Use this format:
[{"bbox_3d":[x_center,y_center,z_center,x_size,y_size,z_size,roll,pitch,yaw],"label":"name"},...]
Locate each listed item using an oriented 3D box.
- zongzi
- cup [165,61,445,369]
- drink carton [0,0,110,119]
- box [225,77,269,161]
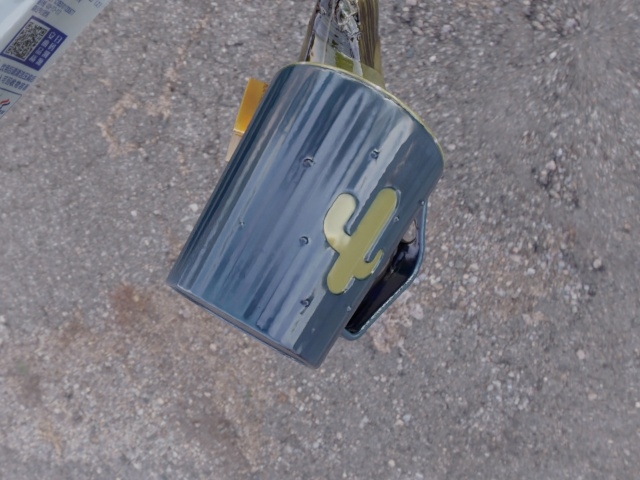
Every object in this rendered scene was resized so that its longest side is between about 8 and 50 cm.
[{"bbox_3d":[0.098,-0.319,1.132,0.317,0.154,0.289,41,146,9],"label":"zongzi"},{"bbox_3d":[0.000,0.000,0.385,0.131,0.155,0.176,13,157,50],"label":"cup"},{"bbox_3d":[-0.271,-0.255,0.526,0.130,0.106,0.315,44,94,-4],"label":"drink carton"},{"bbox_3d":[-0.019,-0.162,0.931,0.237,0.152,0.070,17,135,-11],"label":"box"}]
